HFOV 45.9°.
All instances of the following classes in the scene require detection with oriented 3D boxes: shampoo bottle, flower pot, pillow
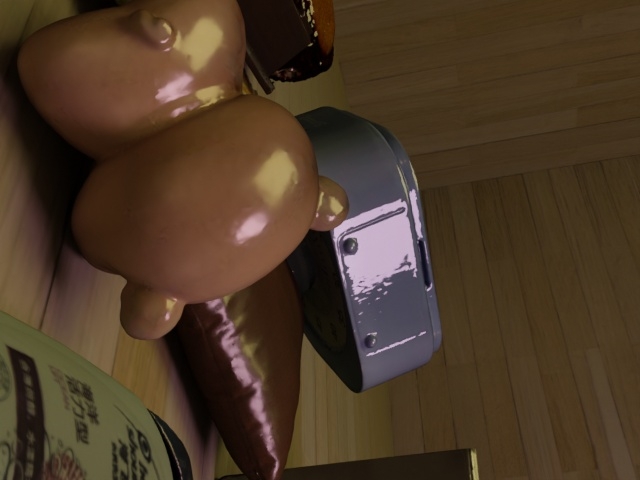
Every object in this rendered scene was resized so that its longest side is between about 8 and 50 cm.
[{"bbox_3d":[-0.167,0.120,0.435,0.359,0.078,0.134,62,19,-63],"label":"shampoo bottle"},{"bbox_3d":[-0.080,-0.285,0.820,0.179,0.084,0.251,65,4,20],"label":"flower pot"},{"bbox_3d":[-0.090,0.068,0.867,0.308,0.108,0.306,-86,161,-67],"label":"pillow"}]

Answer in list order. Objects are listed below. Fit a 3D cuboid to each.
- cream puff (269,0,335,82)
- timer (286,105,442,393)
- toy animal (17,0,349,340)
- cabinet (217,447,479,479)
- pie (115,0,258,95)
[{"bbox_3d":[-0.068,-0.373,1.227,0.239,0.164,0.239,-6,90,-77],"label":"cream puff"},{"bbox_3d":[0.000,0.000,1.082,0.395,0.173,0.395,57,-19,33],"label":"timer"},{"bbox_3d":[-0.109,-0.083,0.588,0.229,0.210,0.221,44,-28,40],"label":"toy animal"},{"bbox_3d":[0.063,0.392,0.921,0.318,0.289,0.228,59,23,-69],"label":"cabinet"},{"bbox_3d":[-0.139,-0.220,0.808,0.339,0.077,0.339,64,3,-7],"label":"pie"}]
